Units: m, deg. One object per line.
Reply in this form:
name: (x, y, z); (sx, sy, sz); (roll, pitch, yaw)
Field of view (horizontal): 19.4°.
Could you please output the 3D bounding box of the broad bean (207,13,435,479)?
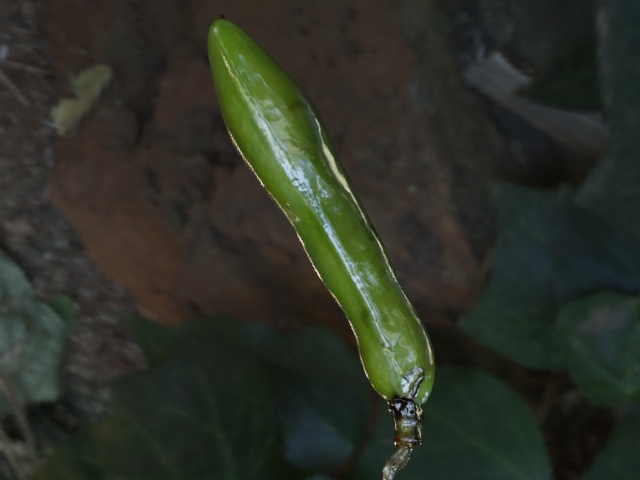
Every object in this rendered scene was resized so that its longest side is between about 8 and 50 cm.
broad bean: (0.007, -0.004, 1.191); (0.075, 0.067, 0.325); (-17, 76, -50)
